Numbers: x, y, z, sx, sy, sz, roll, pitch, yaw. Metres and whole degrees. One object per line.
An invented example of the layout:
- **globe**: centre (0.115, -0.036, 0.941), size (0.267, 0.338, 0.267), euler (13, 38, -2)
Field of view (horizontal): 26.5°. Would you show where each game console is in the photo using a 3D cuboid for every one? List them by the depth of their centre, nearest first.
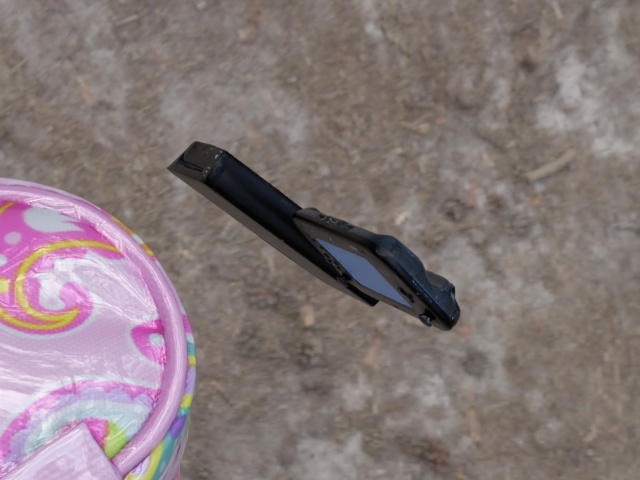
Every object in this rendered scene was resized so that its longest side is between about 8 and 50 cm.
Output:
- **game console**: centre (0.000, 0.000, 1.193), size (0.213, 0.361, 0.044), euler (36, 84, -24)

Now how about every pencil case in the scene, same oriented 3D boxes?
- **pencil case**: centre (-0.098, 0.100, 0.458), size (0.124, 0.284, 0.124), euler (3, 57, -4)
